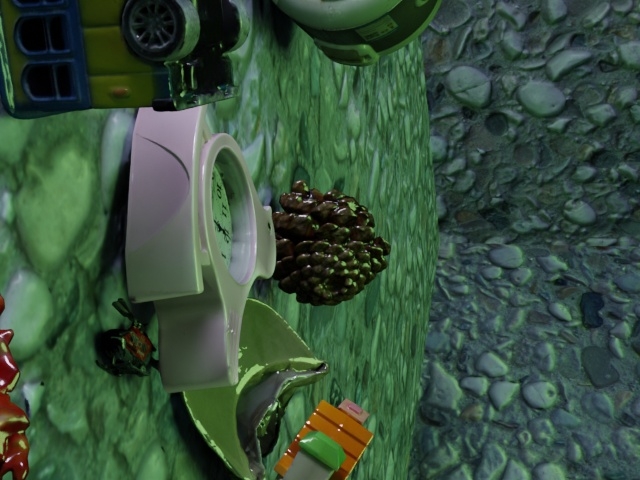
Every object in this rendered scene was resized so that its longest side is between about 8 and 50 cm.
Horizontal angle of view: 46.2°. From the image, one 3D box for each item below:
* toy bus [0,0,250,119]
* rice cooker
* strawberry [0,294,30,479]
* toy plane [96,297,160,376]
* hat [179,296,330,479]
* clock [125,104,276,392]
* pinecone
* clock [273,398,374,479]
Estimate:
[{"bbox_3d":[-0.162,-0.244,0.578,0.138,0.175,0.288,-45,133,-68],"label":"toy bus"},{"bbox_3d":[0.054,-0.431,1.164,0.277,0.288,0.288,4,88,-74],"label":"rice cooker"},{"bbox_3d":[-0.258,0.106,0.347,0.178,0.234,0.234,19,70,-41],"label":"strawberry"},{"bbox_3d":[-0.188,0.113,0.773,0.145,0.037,0.060,62,30,-60],"label":"toy plane"},{"bbox_3d":[-0.110,0.202,1.009,0.245,0.149,0.214,48,52,-16],"label":"hat"},{"bbox_3d":[-0.123,0.028,0.844,0.275,0.080,0.290,59,27,-62],"label":"clock"},{"bbox_3d":[0.004,0.004,1.174,0.179,0.184,0.205,-52,-159,24],"label":"pinecone"},{"bbox_3d":[-0.019,0.359,1.063,0.255,0.106,0.220,-60,168,11],"label":"clock"}]
